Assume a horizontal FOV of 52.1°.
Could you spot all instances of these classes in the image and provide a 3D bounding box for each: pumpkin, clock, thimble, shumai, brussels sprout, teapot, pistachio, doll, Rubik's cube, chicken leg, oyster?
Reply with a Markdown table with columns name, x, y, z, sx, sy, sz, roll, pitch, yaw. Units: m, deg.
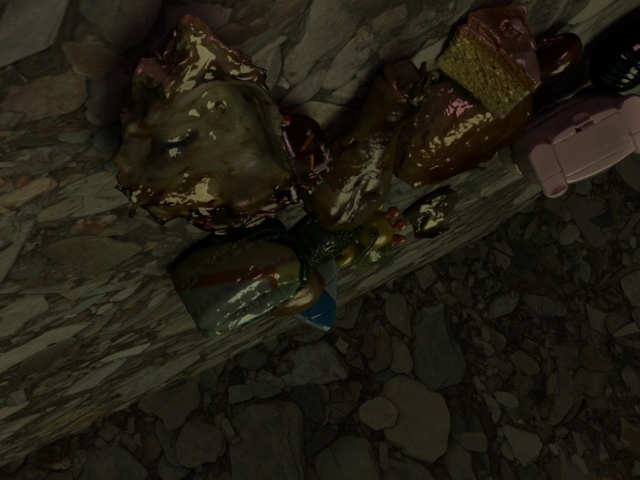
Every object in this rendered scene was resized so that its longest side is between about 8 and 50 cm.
| name | x | y | z | sx | sy | sz | roll | pitch | yaw |
| --- | --- | --- | --- | --- | --- | --- | --- | --- | --- |
| pumpkin | 0.692 | -0.412 | 1.457 | 0.194 | 0.150 | 0.194 | -59 | -175 | 8 |
| clock | 0.635 | -0.264 | 1.660 | 0.342 | 0.184 | 0.326 | -22 | -166 | 9 |
| thimble | -0.174 | 0.082 | 1.411 | 0.288 | 0.167 | 0.254 | -33 | 166 | 11 |
| shumai | 0.368 | -0.077 | 2.117 | 0.201 | 0.120 | 0.201 | -25 | 168 | -6 |
| brussels sprout | 0.150 | 0.022 | 2.025 | 0.155 | 0.117 | 0.155 | -38 | 168 | -9 |
| teapot | 0.431 | -0.355 | 1.252 | 0.129 | 0.078 | 0.098 | -23 | -145 | 37 |
| pistachio | -0.118 | 0.137 | 1.780 | 0.261 | 0.162 | 0.212 | -19 | 134 | 3 |
| doll | 0.128 | -0.020 | 1.807 | 0.221 | 0.142 | 0.135 | -26 | -163 | 12 |
| Rubik's cube | -0.013 | 0.153 | 1.961 | 0.254 | 0.254 | 0.254 | -28 | 168 | -7 |
| chicken leg | 0.076 | -0.156 | 1.130 | 0.201 | 0.152 | 0.429 | -36 | 166 | -36 |
| oyster | -0.152 | -0.119 | 0.746 | 0.221 | 0.096 | 0.361 | -18 | 155 | -2 |

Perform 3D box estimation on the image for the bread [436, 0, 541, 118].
| name | x | y | z | sx | sy | sz | roll | pitch | yaw |
| --- | --- | --- | --- | --- | --- | --- | --- | --- | --- |
| bread | 0.273 | -0.277 | 1.033 | 0.127 | 0.152 | 0.147 | -15 | 164 | -15 |

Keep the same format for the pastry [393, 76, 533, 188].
| name | x | y | z | sx | sy | sz | roll | pitch | yaw |
| --- | --- | --- | --- | --- | --- | --- | --- | --- | --- |
| pastry | 0.255 | -0.212 | 1.263 | 0.330 | 0.136 | 0.329 | -26 | 167 | -7 |

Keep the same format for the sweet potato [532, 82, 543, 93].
| name | x | y | z | sx | sy | sz | roll | pitch | yaw |
| --- | --- | --- | --- | --- | --- | --- | --- | --- | --- |
| sweet potato | 0.426 | -0.318 | 1.422 | 0.249 | 0.059 | 0.069 | -41 | -170 | 2 |

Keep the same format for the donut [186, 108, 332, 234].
| name | x | y | z | sx | sy | sz | roll | pitch | yaw |
| --- | --- | --- | --- | --- | --- | --- | --- | --- | --- |
| donut | -0.102 | -0.098 | 1.000 | 0.270 | 0.103 | 0.269 | -28 | 170 | -6 |

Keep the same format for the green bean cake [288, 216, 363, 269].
| name | x | y | z | sx | sy | sz | roll | pitch | yaw |
| --- | --- | --- | --- | --- | --- | --- | --- | --- | --- |
| green bean cake | 0.000 | 0.000 | 1.645 | 0.181 | 0.094 | 0.173 | -16 | 162 | -50 |
